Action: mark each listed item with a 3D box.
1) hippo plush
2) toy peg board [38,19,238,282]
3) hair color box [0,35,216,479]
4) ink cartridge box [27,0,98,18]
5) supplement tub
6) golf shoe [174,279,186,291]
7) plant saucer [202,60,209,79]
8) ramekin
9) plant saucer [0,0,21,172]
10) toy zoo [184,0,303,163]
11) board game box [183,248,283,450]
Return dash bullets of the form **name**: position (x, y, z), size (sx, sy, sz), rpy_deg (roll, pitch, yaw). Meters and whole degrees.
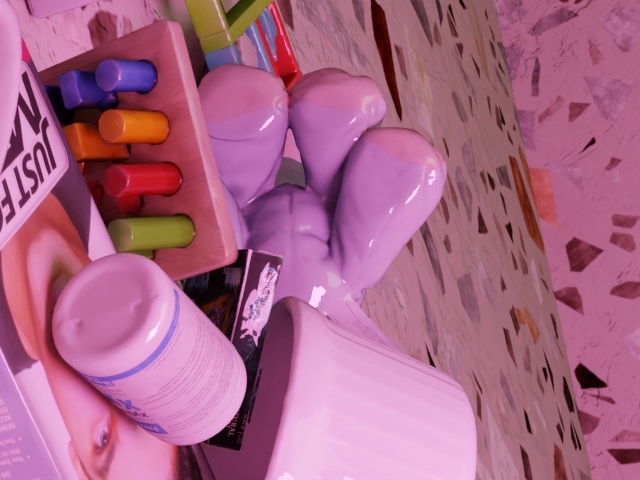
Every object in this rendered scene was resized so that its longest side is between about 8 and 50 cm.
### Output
- **hippo plush**: position (0.000, 0.000, 1.379), size (0.294, 0.234, 0.236), rpy_deg (57, 2, 10)
- **toy peg board**: position (-0.155, -0.042, 1.065), size (0.079, 0.161, 0.161), rpy_deg (-6, 80, -59)
- **hair color box**: position (-0.189, 0.043, 0.928), size (0.185, 0.113, 0.374), rpy_deg (-68, 140, -65)
- **ink cartridge box**: position (-0.099, -0.285, 1.338), size (0.307, 0.223, 0.129), rpy_deg (-52, 125, -70)
- **supplement tub**: position (-0.092, 0.060, 0.906), size (0.107, 0.071, 0.071), rpy_deg (53, 26, -51)
- **golf shoe**: position (-0.136, 0.036, 1.228), size (0.086, 0.067, 0.186), rpy_deg (-26, 111, -37)
- **plant saucer**: position (-0.069, -0.115, 1.617), size (0.198, 0.036, 0.199), rpy_deg (-16, 90, -73)
- **ramekin**: position (-0.006, 0.187, 1.087), size (0.277, 0.135, 0.277), rpy_deg (-160, -90, -79)
- **plant saucer**: position (-0.191, -0.005, 0.587), size (0.400, 0.100, 0.401), rpy_deg (21, 90, -90)
- **toy zoo**: position (-0.048, -0.131, 1.580), size (0.192, 0.030, 0.293), rpy_deg (-65, 136, -67)
- **board game box**: position (-0.070, 0.068, 1.125), size (0.186, 0.026, 0.126), rpy_deg (180, -77, -75)
